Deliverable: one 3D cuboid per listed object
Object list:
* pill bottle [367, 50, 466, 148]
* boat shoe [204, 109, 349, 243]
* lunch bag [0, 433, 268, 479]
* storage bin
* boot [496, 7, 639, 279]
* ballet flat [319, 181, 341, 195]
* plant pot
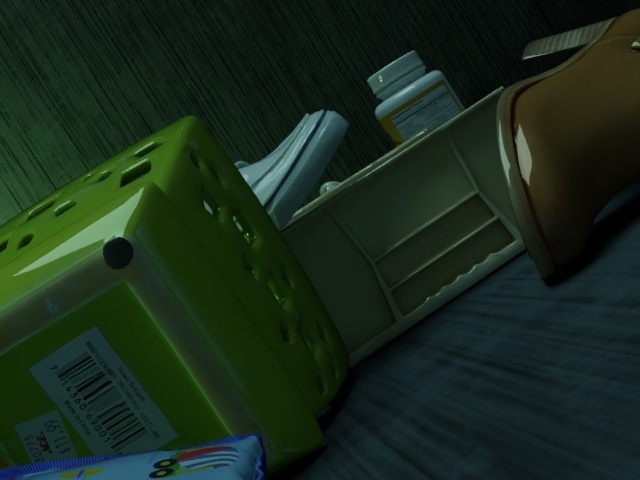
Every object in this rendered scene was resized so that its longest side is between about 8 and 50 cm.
[{"bbox_3d":[0.159,-0.166,1.638,0.117,0.215,0.117,-32,3,2],"label":"pill bottle"},{"bbox_3d":[-0.071,-0.020,0.863,0.226,0.076,0.083,-52,7,7],"label":"boat shoe"},{"bbox_3d":[-0.137,0.172,0.471,0.293,0.138,0.221,-20,3,2],"label":"lunch bag"},{"bbox_3d":[0.058,-0.003,1.005,0.260,0.123,0.262,-34,4,-9],"label":"storage bin"},{"bbox_3d":[0.248,-0.084,0.786,0.220,0.109,0.283,-7,28,24],"label":"boot"},{"bbox_3d":[0.000,0.000,1.486,0.342,0.124,0.116,-32,4,-4],"label":"ballet flat"},{"bbox_3d":[-0.126,0.075,0.740,0.227,0.228,0.207,-31,11,8],"label":"plant pot"}]
